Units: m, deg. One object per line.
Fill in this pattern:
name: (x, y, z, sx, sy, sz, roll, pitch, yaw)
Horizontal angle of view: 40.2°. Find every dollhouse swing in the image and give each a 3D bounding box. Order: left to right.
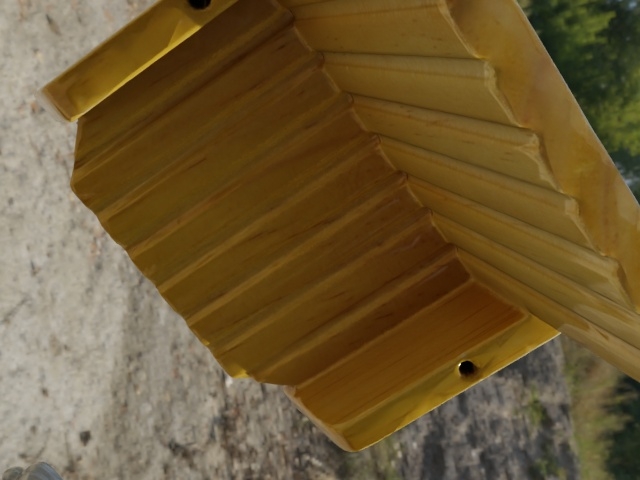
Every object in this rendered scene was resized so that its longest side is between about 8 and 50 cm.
dollhouse swing: (0.000, 0.000, 0.554, 0.347, 0.315, 0.305, 53, 11, -20)

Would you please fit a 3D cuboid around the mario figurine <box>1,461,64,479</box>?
mario figurine: (-0.294, 0.205, 0.564, 0.198, 0.320, 0.170, 39, 50, -43)
